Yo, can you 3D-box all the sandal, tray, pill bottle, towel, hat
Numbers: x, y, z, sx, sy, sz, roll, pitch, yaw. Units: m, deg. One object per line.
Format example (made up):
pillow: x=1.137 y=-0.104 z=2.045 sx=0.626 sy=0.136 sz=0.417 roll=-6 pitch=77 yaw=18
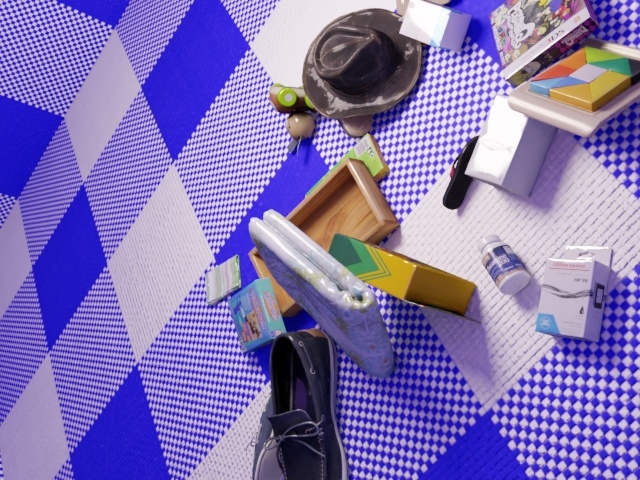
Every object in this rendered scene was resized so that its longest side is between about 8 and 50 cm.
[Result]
sandal: x=0.313 y=-0.155 z=1.734 sx=0.179 sy=0.067 sz=0.040 roll=-65 pitch=29 yaw=13
tray: x=0.000 y=0.000 z=1.995 sx=0.411 sy=0.076 sz=0.203 roll=-42 pitch=62 yaw=30
pill bottle: x=0.368 y=0.046 z=1.595 sx=0.067 sy=0.067 sz=0.120 roll=-48 pitch=46 yaw=26
towel: x=0.007 y=0.121 z=1.751 sx=0.090 sy=0.320 sz=0.374 roll=-43 pitch=57 yaw=-12
towel: x=-0.294 y=0.119 z=2.350 sx=0.152 sy=0.023 sz=0.113 roll=-32 pitch=55 yaw=37
hat: x=0.081 y=-0.465 z=1.951 sx=0.331 sy=0.134 sz=0.331 roll=-7 pitch=72 yaw=22

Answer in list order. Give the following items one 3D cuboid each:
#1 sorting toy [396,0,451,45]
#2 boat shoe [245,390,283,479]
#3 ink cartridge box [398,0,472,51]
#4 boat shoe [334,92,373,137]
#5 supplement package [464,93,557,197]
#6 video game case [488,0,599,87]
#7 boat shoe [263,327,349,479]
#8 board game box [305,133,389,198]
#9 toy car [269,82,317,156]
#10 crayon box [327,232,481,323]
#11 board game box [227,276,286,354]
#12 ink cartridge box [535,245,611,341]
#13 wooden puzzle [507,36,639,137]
sorting toy: x=0.261 y=-0.658 z=1.967 sx=0.196 sy=0.047 sz=0.348 roll=-6 pitch=87 yaw=52
boat shoe: x=-0.127 y=0.497 z=1.972 sx=0.079 sy=0.095 sz=0.254 roll=2 pitch=77 yaw=47
ink cartridge box: x=0.264 y=-0.514 z=1.858 sx=0.143 sy=0.092 sz=0.090 roll=33 pitch=116 yaw=35
boat shoe: x=0.058 y=-0.384 z=2.083 sx=0.285 sy=0.103 sz=0.092 roll=69 pitch=153 yaw=21
supplement package: x=0.396 y=-0.195 z=1.619 sx=0.105 sy=0.105 sz=0.179 roll=25 pitch=97 yaw=47
video game case: x=0.463 y=-0.464 z=1.653 sx=0.210 sy=0.042 sz=0.232 roll=-35 pitch=40 yaw=35
boat shoe: x=-0.045 y=0.446 z=1.851 sx=0.187 sy=0.156 sz=0.500 roll=-20 pitch=63 yaw=38
board game box: x=0.063 y=-0.147 z=2.032 sx=0.259 sy=0.039 sz=0.124 roll=-41 pitch=51 yaw=28
toy car: x=-0.074 y=-0.333 z=2.186 sx=0.155 sy=0.149 sz=0.188 roll=-132 pitch=46 yaw=-69
crayon box: x=0.185 y=0.079 z=1.689 sx=0.318 sy=0.202 sz=0.081 roll=24 pitch=95 yaw=48
board game box: x=-0.171 y=0.203 z=2.086 sx=0.210 sy=0.047 sz=0.160 roll=-34 pitch=71 yaw=58
ink cartridge box: x=0.472 y=0.092 z=1.466 sx=0.104 sy=0.060 sz=0.180 roll=2 pitch=78 yaw=49
wooden puzzle: x=0.510 y=-0.303 z=1.492 sx=0.238 sy=0.044 sz=0.221 roll=-37 pitch=40 yaw=-14
